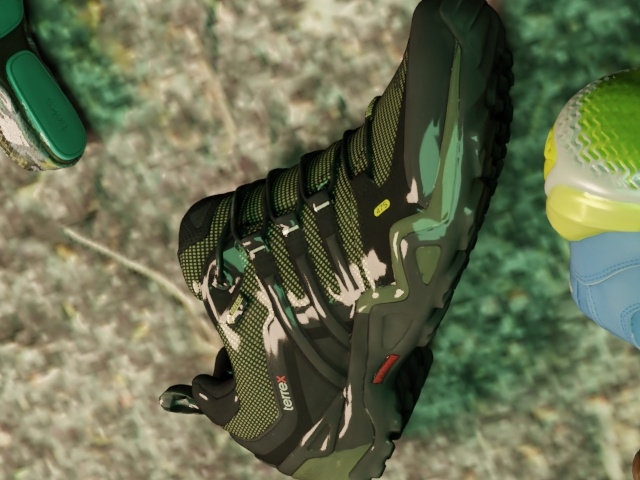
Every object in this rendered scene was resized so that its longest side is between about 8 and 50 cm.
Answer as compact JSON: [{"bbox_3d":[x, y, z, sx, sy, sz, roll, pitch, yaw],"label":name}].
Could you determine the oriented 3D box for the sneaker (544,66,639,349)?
[{"bbox_3d":[0.199,0.005,0.692,0.240,0.091,0.126,11,140,10],"label":"sneaker"}]

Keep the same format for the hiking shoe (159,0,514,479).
[{"bbox_3d":[0.000,0.000,0.741,0.114,0.086,0.227,20,118,5],"label":"hiking shoe"}]

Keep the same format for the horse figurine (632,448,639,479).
[{"bbox_3d":[0.217,0.195,0.768,0.174,0.066,0.263,-21,107,31],"label":"horse figurine"}]

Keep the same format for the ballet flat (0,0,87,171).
[{"bbox_3d":[-0.136,-0.078,0.780,0.041,0.041,0.114,-18,105,24],"label":"ballet flat"}]
